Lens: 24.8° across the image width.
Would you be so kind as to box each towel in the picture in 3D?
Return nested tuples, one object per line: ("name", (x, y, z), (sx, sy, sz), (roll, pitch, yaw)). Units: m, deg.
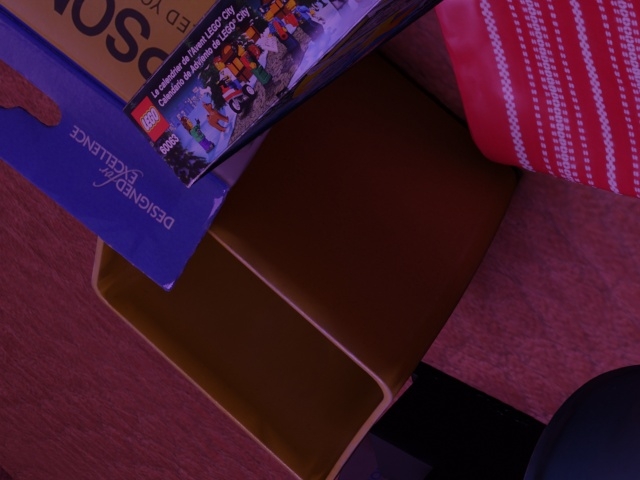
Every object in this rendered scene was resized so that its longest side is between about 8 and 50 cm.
("towel", (0.170, -0.086, 0.738), (0.275, 0.031, 0.198), (20, 145, 40))

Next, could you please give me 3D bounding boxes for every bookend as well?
("bookend", (0.091, 0.194, 1.105), (0.156, 0.157, 0.072), (25, 146, 34))

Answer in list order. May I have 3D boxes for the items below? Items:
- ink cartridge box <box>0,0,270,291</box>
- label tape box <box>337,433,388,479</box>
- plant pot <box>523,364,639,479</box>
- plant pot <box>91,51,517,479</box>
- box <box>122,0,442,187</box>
("ink cartridge box", (-0.125, -0.180, 0.770), (0.304, 0.307, 0.072), (37, -167, 15))
("label tape box", (0.114, 0.305, 1.286), (0.334, 0.106, 0.240), (14, 139, 46))
("plant pot", (0.280, 0.169, 0.708), (0.255, 0.271, 0.271), (-23, 110, 47))
("plant pot", (0.000, 0.000, 0.926), (0.212, 0.187, 0.212), (41, 154, 9))
("box", (0.039, -0.125, 0.605), (0.044, 0.233, 0.159), (51, 138, -2))
